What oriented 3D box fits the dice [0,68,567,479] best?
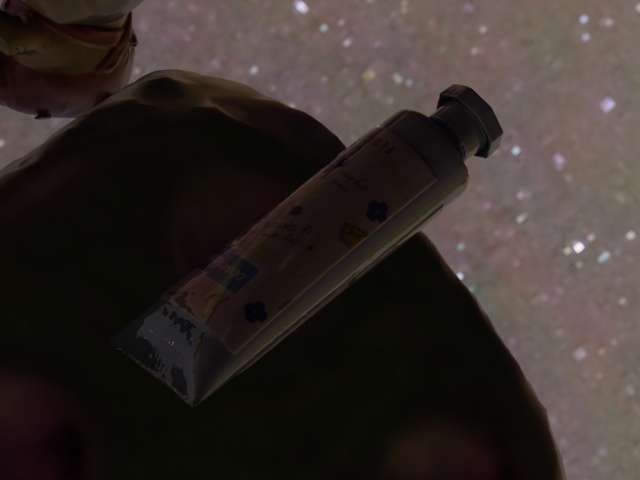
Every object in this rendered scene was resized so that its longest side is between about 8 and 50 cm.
[{"bbox_3d":[-0.105,0.133,0.807,0.322,0.318,0.330,-42,-86,-30],"label":"dice"}]

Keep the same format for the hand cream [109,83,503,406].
[{"bbox_3d":[0.000,0.000,0.654,0.171,0.065,0.043,-39,-54,-18],"label":"hand cream"}]

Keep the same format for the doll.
[{"bbox_3d":[-0.192,-0.219,1.336,0.152,0.256,0.196,10,-135,-28],"label":"doll"}]
